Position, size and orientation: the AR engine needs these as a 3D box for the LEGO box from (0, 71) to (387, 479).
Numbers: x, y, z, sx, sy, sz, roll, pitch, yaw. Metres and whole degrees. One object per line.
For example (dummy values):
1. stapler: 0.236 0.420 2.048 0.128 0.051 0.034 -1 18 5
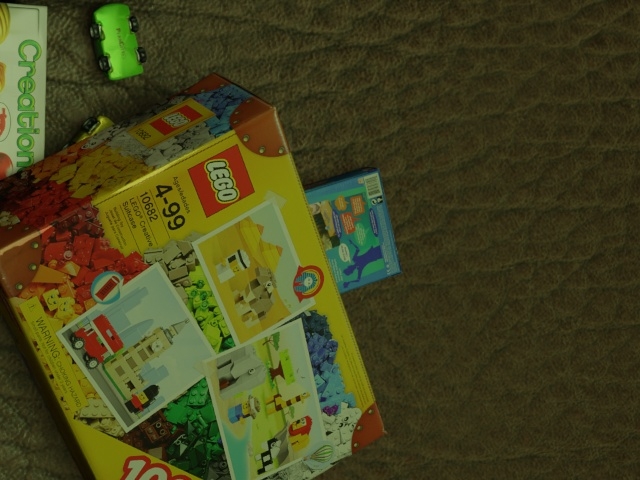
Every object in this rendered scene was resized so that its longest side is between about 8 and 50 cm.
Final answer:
1. LEGO box: -0.175 0.104 1.701 0.372 0.193 0.500 -29 121 -16

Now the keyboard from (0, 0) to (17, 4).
1. keyboard: -0.465 -0.312 1.688 0.180 0.023 0.108 13 78 -25

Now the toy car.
1. toy car: -0.253 -0.197 1.786 0.239 0.053 0.225 -17 101 -24

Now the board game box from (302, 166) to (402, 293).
1. board game box: 0.000 0.000 1.925 0.210 0.047 0.160 -17 103 -23

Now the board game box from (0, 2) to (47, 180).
1. board game box: -0.433 -0.137 1.650 0.193 0.053 0.305 -1 96 -28
